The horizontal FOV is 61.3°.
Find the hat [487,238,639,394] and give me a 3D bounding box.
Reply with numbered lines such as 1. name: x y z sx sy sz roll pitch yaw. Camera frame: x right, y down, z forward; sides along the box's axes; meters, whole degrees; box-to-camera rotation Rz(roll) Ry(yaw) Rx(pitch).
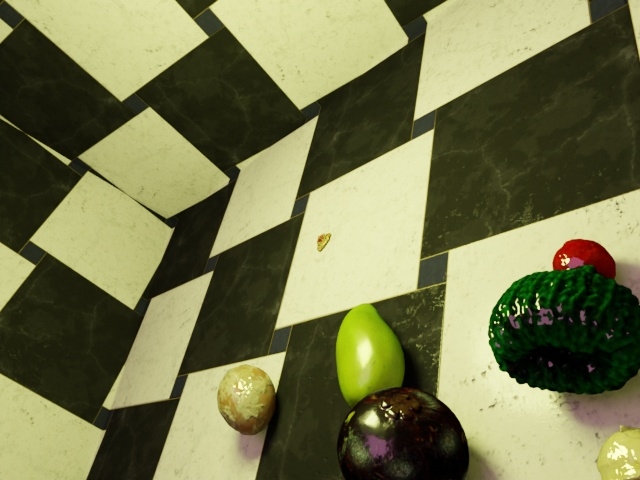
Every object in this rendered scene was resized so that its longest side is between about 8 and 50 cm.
1. hat: 0.503 0.135 1.083 0.274 0.242 0.332 6 39 32

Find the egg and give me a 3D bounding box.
1. egg: -0.236 0.510 1.734 0.195 0.195 0.233 -43 51 20

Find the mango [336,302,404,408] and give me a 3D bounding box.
1. mango: 0.129 0.300 1.459 0.192 0.156 0.343 -39 33 24

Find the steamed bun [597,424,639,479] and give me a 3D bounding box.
1. steamed bun: 0.520 0.394 0.746 0.166 0.232 0.273 -38 35 37

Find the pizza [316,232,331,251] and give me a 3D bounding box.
1. pizza: 0.000 0.000 2.065 0.083 0.025 0.078 -59 33 -5

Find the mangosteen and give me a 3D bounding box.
1. mangosteen: 0.173 0.459 1.155 0.288 0.288 0.288 -35 36 30
